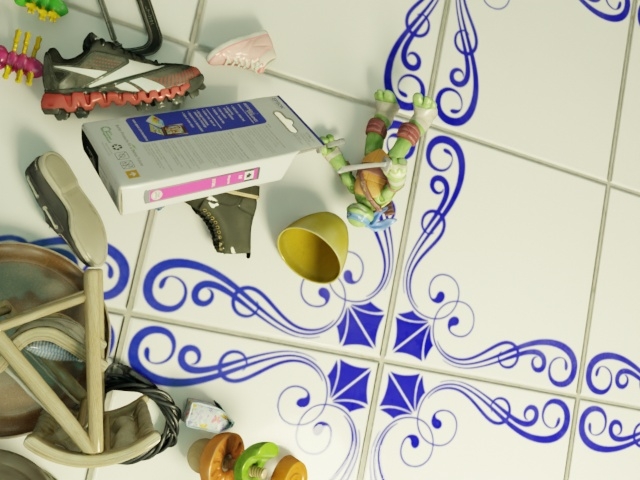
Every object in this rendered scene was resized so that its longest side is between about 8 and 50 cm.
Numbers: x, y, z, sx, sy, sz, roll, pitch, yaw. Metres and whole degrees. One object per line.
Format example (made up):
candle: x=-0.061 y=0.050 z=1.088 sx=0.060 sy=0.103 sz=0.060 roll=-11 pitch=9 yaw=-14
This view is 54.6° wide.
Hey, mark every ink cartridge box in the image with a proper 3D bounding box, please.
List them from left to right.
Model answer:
ink cartridge box: x=-0.191 y=-0.158 z=1.052 sx=0.370 sy=0.069 sz=0.176 roll=-18 pitch=51 yaw=-29

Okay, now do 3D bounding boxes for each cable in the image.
cable: x=-0.327 y=0.308 z=1.056 sx=0.184 sy=0.047 sz=0.151 roll=41 pitch=75 yaw=-14

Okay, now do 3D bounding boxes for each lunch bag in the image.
lunch bag: x=-0.196 y=0.308 z=1.090 sx=0.083 sy=0.071 sz=0.053 roll=21 pitch=76 yaw=-15

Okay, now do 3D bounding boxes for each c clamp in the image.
c clamp: x=-0.359 y=-0.396 z=1.099 sx=0.137 sy=0.022 sz=0.161 roll=-25 pitch=94 yaw=-24

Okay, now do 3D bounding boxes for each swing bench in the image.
swing bench: x=-0.355 y=0.183 z=0.893 sx=0.165 sy=0.253 sz=0.255 roll=-20 pitch=93 yaw=-19

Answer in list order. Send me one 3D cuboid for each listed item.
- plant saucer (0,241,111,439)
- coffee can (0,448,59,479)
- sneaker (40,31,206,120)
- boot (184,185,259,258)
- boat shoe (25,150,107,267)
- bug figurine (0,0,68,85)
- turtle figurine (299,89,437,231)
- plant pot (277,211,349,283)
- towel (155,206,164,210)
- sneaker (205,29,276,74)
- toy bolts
plant saucer: x=-0.502 y=0.158 z=1.001 sx=0.310 sy=0.050 sz=0.311 roll=1 pitch=86 yaw=-20
coffee can: x=-0.454 y=0.406 z=0.858 sx=0.201 sy=0.275 sz=0.202 roll=7 pitch=65 yaw=-15
sneaker: x=-0.334 y=-0.285 z=1.048 sx=0.275 sy=0.097 sz=0.135 roll=-11 pitch=107 yaw=-19
boot: x=-0.198 y=-0.038 z=1.094 sx=0.197 sy=0.076 sz=0.137 roll=4 pitch=91 yaw=-31
boat shoe: x=-0.428 y=-0.045 z=1.044 sx=0.064 sy=0.075 sz=0.206 roll=-18 pitch=102 yaw=23
bug figurine: x=-0.537 y=-0.364 z=1.004 sx=0.216 sy=0.072 sz=0.279 roll=18 pitch=77 yaw=-24
turtle figurine: x=0.090 y=-0.177 z=1.154 sx=0.274 sy=0.197 sz=0.266 roll=34 pitch=73 yaw=-19
plant pot: x=0.000 y=0.000 z=1.158 sx=0.134 sy=0.134 sz=0.095 roll=46 pitch=50 yaw=-12
towel: x=-0.276 y=-0.116 z=1.106 sx=0.067 sy=0.029 sz=0.120 roll=38 pitch=75 yaw=-15
sneaker: x=-0.142 y=-0.338 z=1.154 sx=0.134 sy=0.051 sz=0.070 roll=-28 pitch=91 yaw=-23
toy bolts: x=-0.149 y=0.463 z=1.094 sx=0.218 sy=0.158 sz=0.229 roll=40 pitch=58 yaw=-55
